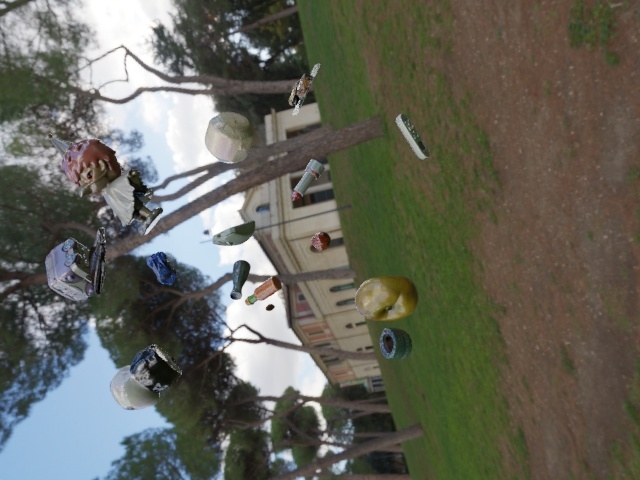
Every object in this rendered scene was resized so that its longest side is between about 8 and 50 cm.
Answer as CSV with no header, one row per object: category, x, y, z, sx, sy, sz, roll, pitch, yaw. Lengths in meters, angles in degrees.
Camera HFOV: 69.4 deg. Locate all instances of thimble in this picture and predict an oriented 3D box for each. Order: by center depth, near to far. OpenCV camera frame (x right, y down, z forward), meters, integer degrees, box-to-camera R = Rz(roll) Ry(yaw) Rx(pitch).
thimble,0.313,0.431,1.927,0.135,0.090,0.118,-132,55,-63

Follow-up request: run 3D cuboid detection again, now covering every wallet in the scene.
wallet,-0.691,0.051,1.437,0.255,0.031,0.137,38,114,54

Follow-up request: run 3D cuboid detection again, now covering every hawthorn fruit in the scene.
hawthorn fruit,0.000,0.000,2.082,0.093,0.093,0.092,-13,-90,-83

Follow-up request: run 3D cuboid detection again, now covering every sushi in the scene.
sushi,-0.066,-0.510,1.541,0.192,0.040,0.210,-63,14,14

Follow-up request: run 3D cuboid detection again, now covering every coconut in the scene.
coconut,-0.409,-0.449,2.078,0.224,0.225,0.233,-93,17,-55

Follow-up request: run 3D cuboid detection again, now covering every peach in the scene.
peach,0.263,0.226,1.827,0.251,0.252,0.153,69,-173,-50

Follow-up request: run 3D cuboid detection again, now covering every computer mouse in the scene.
computer mouse,-0.242,-0.013,1.324,0.056,0.089,0.182,62,-159,0

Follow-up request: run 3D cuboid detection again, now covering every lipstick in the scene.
lipstick,-0.059,-0.231,1.852,0.063,0.186,0.057,32,173,25

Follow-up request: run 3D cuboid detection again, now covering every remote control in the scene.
remote control,0.395,-0.443,1.981,0.221,0.042,0.078,57,-140,-6

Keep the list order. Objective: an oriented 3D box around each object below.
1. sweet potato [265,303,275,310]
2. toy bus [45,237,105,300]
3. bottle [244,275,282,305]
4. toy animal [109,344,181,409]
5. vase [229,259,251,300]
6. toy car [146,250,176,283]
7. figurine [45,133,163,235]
sweet potato,-0.228,0.302,2.086,0.095,0.034,0.034,4,-106,-75
toy bus,-0.848,0.106,1.597,0.202,0.142,0.142,46,174,44
bottle,-0.255,0.227,2.013,0.069,0.187,0.069,44,-154,-28
toy animal,-0.737,0.586,1.949,0.212,0.267,0.212,45,174,6
vase,-0.385,0.189,2.194,0.214,0.086,0.086,-90,-14,-52
toy car,-0.811,0.150,2.378,0.063,0.103,0.216,49,162,47
figurine,-0.622,-0.177,1.311,0.387,0.207,0.166,42,-127,-10
